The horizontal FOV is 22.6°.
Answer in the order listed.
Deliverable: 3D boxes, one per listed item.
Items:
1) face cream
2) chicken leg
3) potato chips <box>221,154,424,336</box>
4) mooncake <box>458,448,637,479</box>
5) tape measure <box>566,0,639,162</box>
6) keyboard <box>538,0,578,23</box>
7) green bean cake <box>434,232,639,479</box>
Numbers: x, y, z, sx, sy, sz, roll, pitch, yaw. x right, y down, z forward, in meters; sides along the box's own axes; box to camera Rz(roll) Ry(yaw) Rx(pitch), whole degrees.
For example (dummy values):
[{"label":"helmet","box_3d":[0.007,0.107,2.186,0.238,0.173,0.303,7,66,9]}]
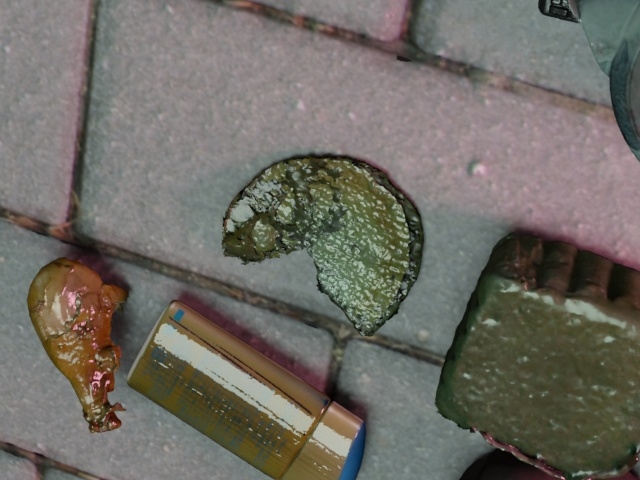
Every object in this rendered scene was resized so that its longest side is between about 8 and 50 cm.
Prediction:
[{"label":"face cream","box_3d":[-0.075,0.190,1.808,0.285,0.067,0.139,33,127,2]},{"label":"chicken leg","box_3d":[-0.262,0.116,1.810,0.085,0.101,0.208,-10,101,39]},{"label":"potato chips","box_3d":[0.001,-0.002,1.703,0.219,0.029,0.202,14,121,10]},{"label":"mooncake","box_3d":[0.246,0.334,1.732,0.245,0.133,0.245,11,116,22]},{"label":"tape measure","box_3d":[0.381,-0.157,1.394,0.256,0.147,0.275,-19,111,36]},{"label":"keyboard","box_3d":[0.254,-0.301,1.443,0.093,0.025,0.230,14,121,17]},{"label":"green bean cake","box_3d":[0.247,0.123,1.618,0.227,0.125,0.223,23,120,5]}]
